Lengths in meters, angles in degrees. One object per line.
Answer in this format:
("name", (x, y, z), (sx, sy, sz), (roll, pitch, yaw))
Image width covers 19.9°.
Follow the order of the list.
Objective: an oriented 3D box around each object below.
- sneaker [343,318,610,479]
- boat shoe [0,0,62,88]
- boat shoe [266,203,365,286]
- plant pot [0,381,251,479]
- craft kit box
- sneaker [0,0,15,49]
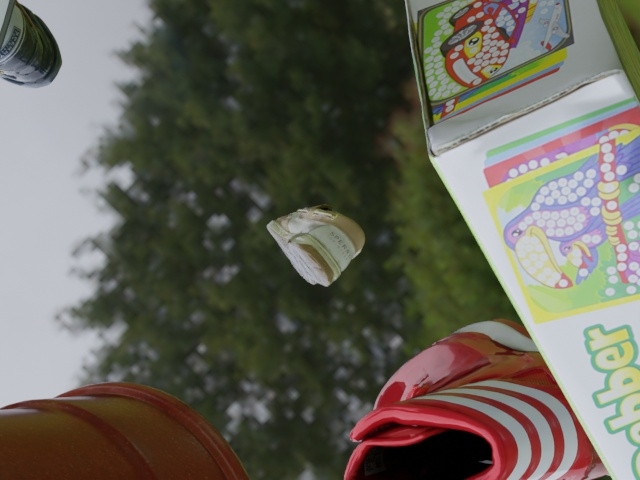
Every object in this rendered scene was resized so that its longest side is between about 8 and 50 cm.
("sneaker", (0.049, 0.085, 0.850), (0.221, 0.128, 0.087), (-22, 77, 62))
("boat shoe", (-0.253, -0.166, 1.227), (0.183, 0.065, 0.083), (42, -179, 24))
("boat shoe", (0.000, 0.000, 1.228), (0.050, 0.045, 0.135), (53, 173, -15))
("plant pot", (-0.208, 0.205, 1.003), (0.265, 0.272, 0.272), (12, -147, -53))
("craft kit box", (0.094, -0.010, 0.576), (0.250, 0.061, 0.247), (57, -163, -33))
("sneaker", (-0.268, 0.026, 0.477), (0.169, 0.447, 0.257), (47, -161, -5))
